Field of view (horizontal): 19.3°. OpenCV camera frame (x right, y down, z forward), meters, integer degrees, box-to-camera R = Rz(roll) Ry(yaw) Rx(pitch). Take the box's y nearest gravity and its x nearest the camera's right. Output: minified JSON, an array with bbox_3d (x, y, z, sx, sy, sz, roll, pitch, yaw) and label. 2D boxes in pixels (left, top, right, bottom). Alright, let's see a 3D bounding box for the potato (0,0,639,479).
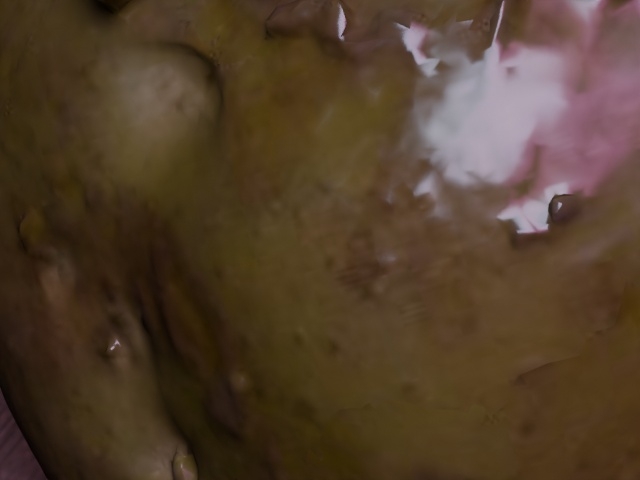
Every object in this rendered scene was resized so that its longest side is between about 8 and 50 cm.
[{"bbox_3d":[0.000,0.000,0.834,0.319,0.385,0.442,-20,79,1],"label":"potato"}]
